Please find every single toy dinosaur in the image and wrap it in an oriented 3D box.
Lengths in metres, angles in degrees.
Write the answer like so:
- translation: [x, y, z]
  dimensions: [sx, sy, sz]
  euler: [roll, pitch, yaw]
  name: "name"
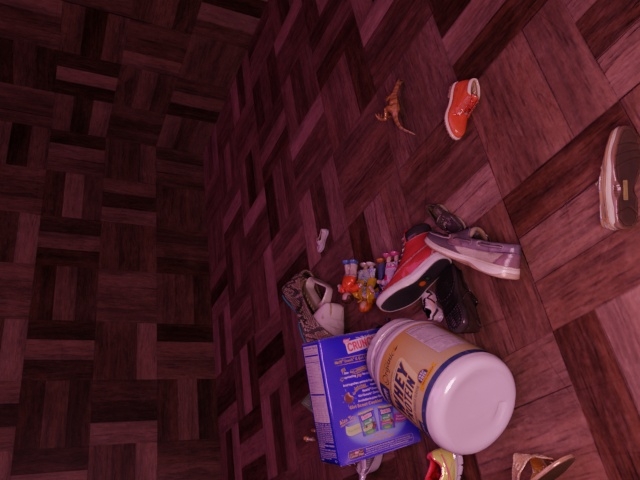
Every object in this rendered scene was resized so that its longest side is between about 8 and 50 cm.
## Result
- translation: [0.226, -0.402, 1.728]
  dimensions: [0.112, 0.064, 0.212]
  euler: [-32, 56, 57]
  name: "toy dinosaur"

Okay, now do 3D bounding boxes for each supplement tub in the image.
- translation: [0.266, 0.321, 1.300]
  dimensions: [0.316, 0.228, 0.229]
  euler: [24, 106, 63]
  name: "supplement tub"

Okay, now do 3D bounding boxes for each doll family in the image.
- translation: [0.174, 0.139, 1.692]
  dimensions: [0.262, 0.118, 0.163]
  euler: [-14, 65, 44]
  name: "doll family"

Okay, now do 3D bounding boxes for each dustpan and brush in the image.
- translation: [0.136, 0.675, 1.676]
  dimensions: [0.147, 0.060, 0.211]
  euler: [-32, 56, 59]
  name: "dustpan and brush"

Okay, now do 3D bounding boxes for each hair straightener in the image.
- translation: [0.207, 0.272, 1.653]
  dimensions: [0.230, 0.047, 0.089]
  euler: [152, 121, -65]
  name: "hair straightener"

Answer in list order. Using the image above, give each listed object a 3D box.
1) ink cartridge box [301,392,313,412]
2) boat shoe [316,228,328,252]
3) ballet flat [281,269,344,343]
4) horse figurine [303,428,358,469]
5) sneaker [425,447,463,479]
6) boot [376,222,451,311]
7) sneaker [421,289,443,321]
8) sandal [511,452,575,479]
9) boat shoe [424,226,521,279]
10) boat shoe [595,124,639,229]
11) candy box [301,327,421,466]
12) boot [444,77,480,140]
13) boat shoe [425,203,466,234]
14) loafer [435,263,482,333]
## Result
- translation: [0.063, 0.464, 1.722]
  dimensions: [0.212, 0.093, 0.154]
  euler: [-49, 23, -15]
  name: "ink cartridge box"
- translation: [0.000, 0.000, 2.131]
  dimensions: [0.035, 0.035, 0.100]
  euler: [56, 133, 53]
  name: "boat shoe"
- translation: [-0.009, 0.251, 1.988]
  dimensions: [0.182, 0.164, 0.483]
  euler: [-53, 33, 13]
  name: "ballet flat"
- translation: [0.050, 0.603, 1.720]
  dimensions: [0.263, 0.174, 0.066]
  euler: [-10, -72, -80]
  name: "horse figurine"
- translation: [0.288, 0.601, 1.344]
  dimensions: [0.081, 0.094, 0.209]
  euler: [-20, 68, 60]
  name: "sneaker"
- translation: [0.233, 0.070, 1.543]
  dimensions: [0.244, 0.088, 0.176]
  euler: [-44, 40, 20]
  name: "boot"
- translation: [0.290, 0.171, 1.494]
  dimensions: [0.109, 0.043, 0.040]
  euler: [-112, 35, -47]
  name: "sneaker"
- translation: [0.411, 0.474, 1.130]
  dimensions: [0.079, 0.088, 0.240]
  euler: [59, 141, 42]
  name: "sandal"
- translation: [0.363, 0.013, 1.324]
  dimensions: [0.285, 0.102, 0.093]
  euler: [30, 106, 58]
  name: "boat shoe"
- translation: [0.539, -0.114, 1.031]
  dimensions: [0.072, 0.068, 0.190]
  euler: [-179, 95, -75]
  name: "boat shoe"
- translation: [0.109, 0.408, 1.507]
  dimensions: [0.122, 0.268, 0.318]
  euler: [-26, 71, 57]
  name: "candy box"
- translation: [0.368, -0.340, 1.435]
  dimensions: [0.084, 0.059, 0.158]
  euler: [-1, 82, 59]
  name: "boot"
- translation: [0.325, -0.050, 1.462]
  dimensions: [0.152, 0.049, 0.056]
  euler: [52, 130, 55]
  name: "boat shoe"
- translation: [0.340, 0.149, 1.363]
  dimensions: [0.080, 0.078, 0.220]
  euler: [-53, 21, 36]
  name: "loafer"
